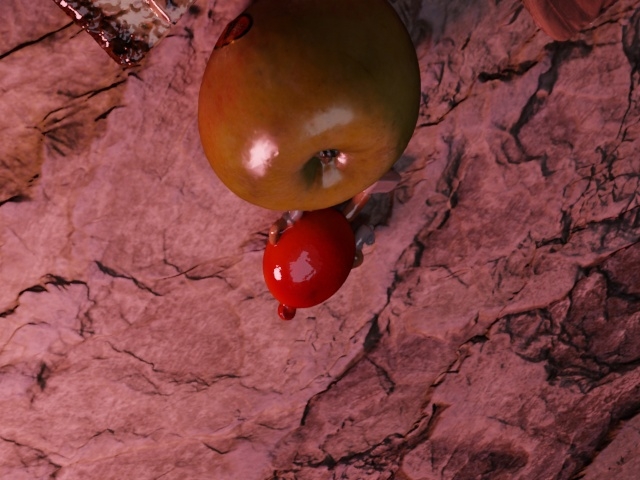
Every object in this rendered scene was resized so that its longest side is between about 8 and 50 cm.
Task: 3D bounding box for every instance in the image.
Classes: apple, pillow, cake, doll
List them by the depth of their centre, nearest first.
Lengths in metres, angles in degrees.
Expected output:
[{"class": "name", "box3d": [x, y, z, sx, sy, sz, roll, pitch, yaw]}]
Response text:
[{"class": "cake", "box3d": [-0.238, -0.289, 1.323, 0.112, 0.135, 0.246, -45, 111, 2]}, {"class": "apple", "box3d": [-0.007, -0.151, 1.492, 0.260, 0.194, 0.261, -17, 147, -11]}, {"class": "pillow", "box3d": [0.338, -0.323, 1.639, 0.211, 0.034, 0.135, -35, 145, 10]}, {"class": "doll", "box3d": [0.000, 0.000, 1.759, 0.183, 0.085, 0.217, 6, 113, -38]}]
